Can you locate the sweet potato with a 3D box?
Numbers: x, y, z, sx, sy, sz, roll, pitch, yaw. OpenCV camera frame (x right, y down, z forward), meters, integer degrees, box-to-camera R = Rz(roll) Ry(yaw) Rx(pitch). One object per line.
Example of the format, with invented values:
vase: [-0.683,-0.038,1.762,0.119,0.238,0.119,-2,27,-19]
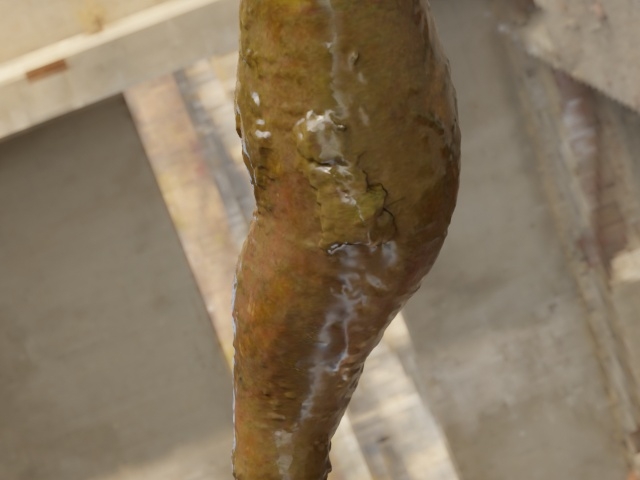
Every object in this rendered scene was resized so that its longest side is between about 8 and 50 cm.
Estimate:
sweet potato: [0.006,-0.002,0.421,0.068,0.068,0.226,-122,32,-65]
